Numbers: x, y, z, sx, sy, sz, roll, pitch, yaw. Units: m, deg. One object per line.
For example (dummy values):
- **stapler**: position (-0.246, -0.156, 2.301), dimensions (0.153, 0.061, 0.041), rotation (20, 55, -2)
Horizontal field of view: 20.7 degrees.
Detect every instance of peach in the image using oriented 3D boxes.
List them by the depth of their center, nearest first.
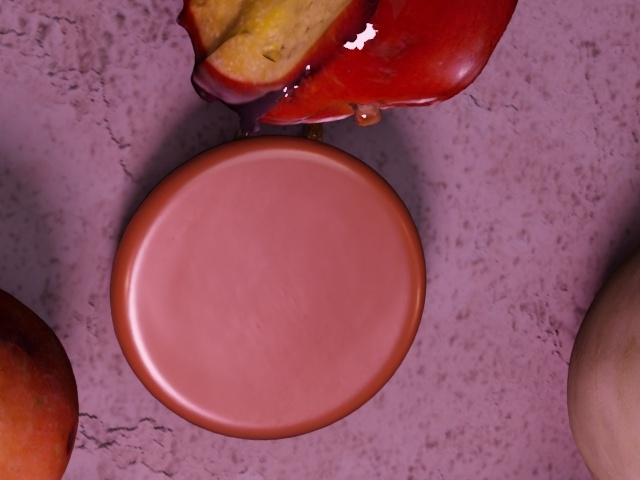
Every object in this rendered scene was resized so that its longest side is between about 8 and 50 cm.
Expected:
- **peach**: position (0.036, -0.250, 1.334), dimensions (0.201, 0.258, 0.361), rotation (11, 71, -46)

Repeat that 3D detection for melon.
- **melon**: position (0.335, 0.105, 1.402), dimensions (0.308, 0.272, 0.272), rotation (-40, 101, -7)

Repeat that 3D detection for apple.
- **apple**: position (-0.292, 0.127, 1.207), dimensions (0.253, 0.253, 0.253), rotation (0, 89, -18)

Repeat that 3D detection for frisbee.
- **frisbee**: position (-0.038, 0.041, 1.364), dimensions (0.251, 0.021, 0.251), rotation (-3, 105, -10)

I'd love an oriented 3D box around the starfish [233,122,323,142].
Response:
- **starfish**: position (0.000, 0.000, 1.406), dimensions (0.176, 0.053, 0.208), rotation (-2, 96, -28)
